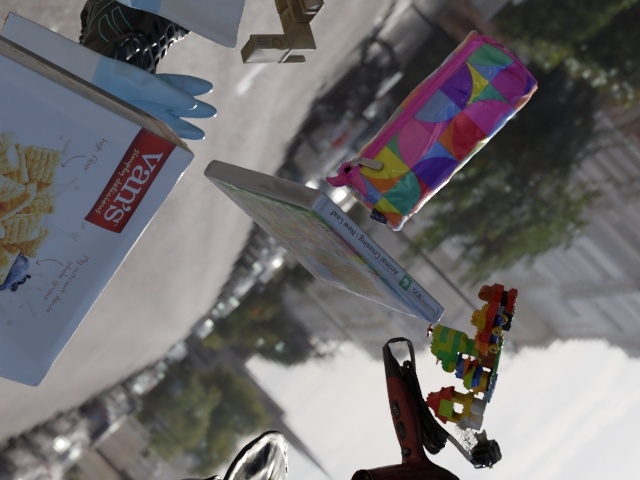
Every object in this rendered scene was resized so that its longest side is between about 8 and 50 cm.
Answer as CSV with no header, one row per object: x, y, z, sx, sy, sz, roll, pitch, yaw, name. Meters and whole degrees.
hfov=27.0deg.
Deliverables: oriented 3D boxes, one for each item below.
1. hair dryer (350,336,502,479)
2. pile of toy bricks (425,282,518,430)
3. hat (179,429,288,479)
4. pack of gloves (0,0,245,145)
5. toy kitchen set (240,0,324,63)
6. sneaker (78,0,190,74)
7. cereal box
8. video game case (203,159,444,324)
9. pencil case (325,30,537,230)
0.108,0.262,1.667,0.080,0.223,0.293,-43,179,27,hair dryer
0.191,0.145,1.800,0.118,0.105,0.212,-59,161,-48,pile of toy bricks
-0.143,0.364,1.510,0.331,0.134,0.331,11,90,-75,hat
-0.167,-0.189,1.215,0.046,0.232,0.195,20,-86,53,pack of gloves
-0.044,-0.238,1.397,0.075,0.083,0.068,-5,161,-28,toy kitchen set
-0.236,-0.229,1.560,0.101,0.106,0.267,81,31,-43,sneaker
-0.203,-0.028,0.700,0.240,0.047,0.173,26,104,-44,cereal box
0.000,0.000,1.311,0.023,0.193,0.212,-54,-147,-11,video game case
0.121,-0.116,1.423,0.236,0.104,0.104,-46,-179,2,pencil case
